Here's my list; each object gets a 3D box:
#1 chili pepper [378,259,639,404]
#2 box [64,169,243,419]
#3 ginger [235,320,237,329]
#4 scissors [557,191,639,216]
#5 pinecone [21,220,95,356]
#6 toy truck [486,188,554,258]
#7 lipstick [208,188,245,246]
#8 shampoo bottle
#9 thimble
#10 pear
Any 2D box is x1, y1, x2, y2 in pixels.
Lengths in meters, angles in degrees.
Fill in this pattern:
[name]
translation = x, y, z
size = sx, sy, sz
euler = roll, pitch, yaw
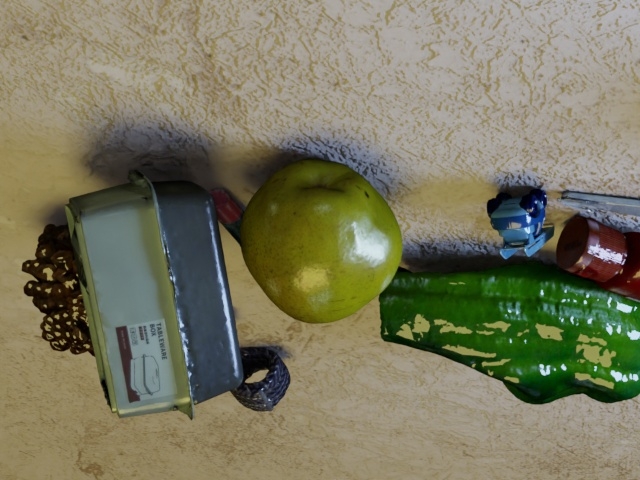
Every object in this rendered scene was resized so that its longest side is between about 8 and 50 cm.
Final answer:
[chili pepper]
translation = 0.262, 0.127, 1.721
size = 0.385, 0.167, 0.213
euler = 9, 151, 1
[box]
translation = -0.203, 0.061, 1.564
size = 0.166, 0.290, 0.220
euler = -11, -170, -14
[ginger]
translation = -0.217, 0.103, 1.927
size = 0.149, 0.065, 0.258
euler = -14, 142, 13
[scissors]
translation = 0.459, -0.021, 1.532
size = 0.360, 0.029, 0.191
euler = 7, 154, 1
[pinecone]
translation = -0.315, 0.062, 1.745
size = 0.150, 0.195, 0.179
euler = -23, 161, -44
[toy truck]
translation = 0.247, -0.026, 1.555
size = 0.063, 0.074, 0.136
euler = -6, -170, 28
[lipstick]
translation = -0.089, 0.003, 1.715
size = 0.053, 0.053, 0.234
euler = -7, 145, 26
[shampoo bottle]
translation = 0.444, 0.050, 1.619
size = 0.314, 0.076, 0.118
euler = 19, 165, -20
[thimble]
translation = -0.103, 0.218, 2.081
size = 0.104, 0.095, 0.066
euler = 32, 162, 43
[pear]
translation = 0.000, -0.001, 1.542
size = 0.198, 0.198, 0.198
euler = 6, 153, 3
